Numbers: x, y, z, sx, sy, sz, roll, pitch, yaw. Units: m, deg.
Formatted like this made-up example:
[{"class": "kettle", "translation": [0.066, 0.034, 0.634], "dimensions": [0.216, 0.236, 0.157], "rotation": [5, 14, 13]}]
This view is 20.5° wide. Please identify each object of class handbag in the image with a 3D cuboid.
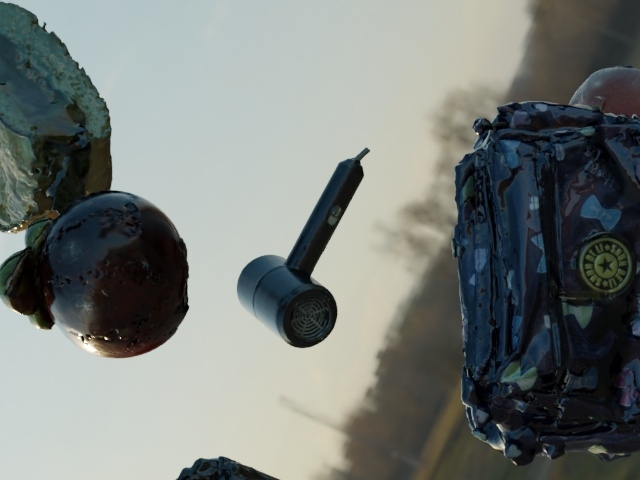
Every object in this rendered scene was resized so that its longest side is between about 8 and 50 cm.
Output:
[{"class": "handbag", "translation": [0.170, 0.027, 1.237], "dimensions": [0.113, 0.162, 0.260], "rotation": [103, 166, -78]}]

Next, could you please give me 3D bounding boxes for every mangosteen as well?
[{"class": "mangosteen", "translation": [-0.212, 0.032, 1.666], "dimensions": [0.166, 0.180, 0.166], "rotation": [1, -90, -86]}]

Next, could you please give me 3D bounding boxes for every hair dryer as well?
[{"class": "hair dryer", "translation": [0.000, 0.000, 1.860], "dimensions": [0.219, 0.071, 0.124], "rotation": [-62, 30, 0]}]

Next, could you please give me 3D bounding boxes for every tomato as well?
[{"class": "tomato", "translation": [0.394, -0.099, 2.220], "dimensions": [0.095, 0.237, 0.237], "rotation": [-42, -18, -29]}]

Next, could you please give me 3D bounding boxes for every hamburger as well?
[{"class": "hamburger", "translation": [-0.334, -0.111, 1.929], "dimensions": [0.132, 0.309, 0.211], "rotation": [-24, -36, -33]}]

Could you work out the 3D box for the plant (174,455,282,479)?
[{"class": "plant", "translation": [-0.086, 0.358, 2.096], "dimensions": [0.256, 0.142, 0.164], "rotation": [54, -148, -41]}]
